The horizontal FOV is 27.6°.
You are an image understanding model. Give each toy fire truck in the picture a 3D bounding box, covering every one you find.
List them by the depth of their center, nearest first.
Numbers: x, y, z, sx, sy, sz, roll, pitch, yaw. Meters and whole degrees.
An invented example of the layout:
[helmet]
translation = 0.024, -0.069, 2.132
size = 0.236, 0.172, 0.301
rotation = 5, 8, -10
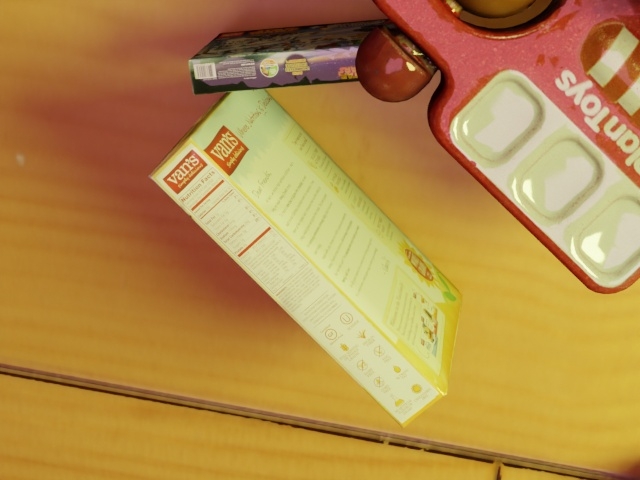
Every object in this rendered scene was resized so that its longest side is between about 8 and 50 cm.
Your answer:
[toy fire truck]
translation = 0.160, -0.143, 0.810
size = 0.302, 0.169, 0.254
rotation = 42, 100, -10

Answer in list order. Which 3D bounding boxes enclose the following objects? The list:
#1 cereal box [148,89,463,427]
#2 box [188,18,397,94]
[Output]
[cereal box]
translation = 0.000, 0.000, 0.916
size = 0.240, 0.173, 0.047
rotation = 45, 112, -7
[box]
translation = -0.015, -0.129, 0.912
size = 0.137, 0.094, 0.027
rotation = -3, 110, 12
